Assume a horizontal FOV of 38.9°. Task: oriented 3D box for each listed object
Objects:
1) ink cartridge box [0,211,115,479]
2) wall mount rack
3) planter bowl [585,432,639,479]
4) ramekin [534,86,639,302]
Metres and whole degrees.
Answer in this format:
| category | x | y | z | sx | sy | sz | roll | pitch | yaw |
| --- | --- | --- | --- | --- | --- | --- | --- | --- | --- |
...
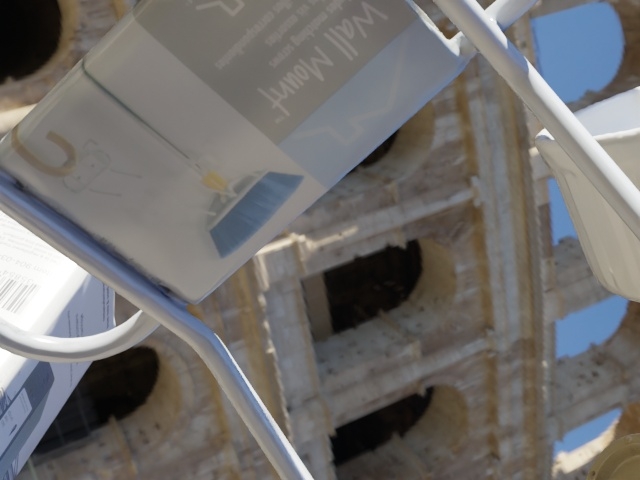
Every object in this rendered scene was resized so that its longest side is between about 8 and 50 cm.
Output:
| category | x | y | z | sx | sy | sz | roll | pitch | yaw |
| --- | --- | --- | --- | --- | --- | --- | --- | --- | --- |
| ink cartridge box | -0.283 | 0.084 | 0.584 | 0.198 | 0.273 | 0.114 | 18 | -48 | 7 |
| wall mount rack | 0.000 | 0.000 | 0.369 | 0.304 | 0.350 | 0.130 | 40 | 22 | -26 |
| planter bowl | 0.291 | 0.224 | 0.752 | 0.109 | 0.162 | 0.162 | 31 | -7 | -24 |
| ramekin | 0.314 | -0.056 | 0.680 | 0.277 | 0.277 | 0.135 | 4 | -66 | 67 |
